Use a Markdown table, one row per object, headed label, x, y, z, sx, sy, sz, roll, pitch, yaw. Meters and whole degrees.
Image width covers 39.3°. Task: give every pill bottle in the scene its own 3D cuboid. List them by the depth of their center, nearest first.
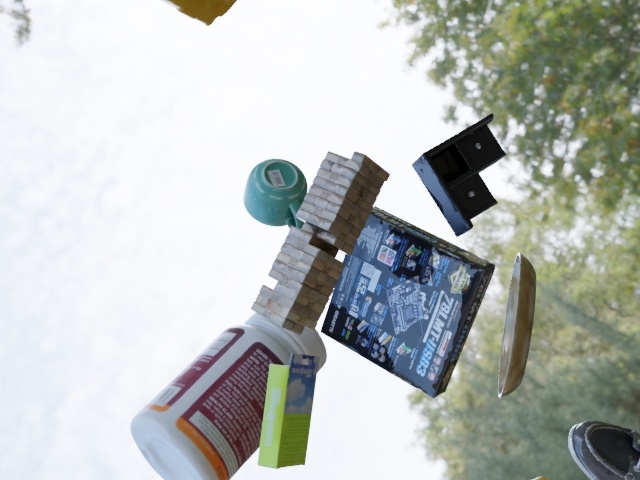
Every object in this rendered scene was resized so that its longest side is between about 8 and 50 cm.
| label | x | y | z | sx | sy | sz | roll | pitch | yaw |
| --- | --- | --- | --- | --- | --- | --- | --- | --- | --- |
| pill bottle | -0.176 | 0.316 | 1.834 | 0.392 | 0.224 | 0.224 | -43 | -39 | -33 |

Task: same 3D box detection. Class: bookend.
| label | x | y | z | sx | sy | sz | roll | pitch | yaw |
| --- | --- | --- | --- | --- | --- | --- | --- | --- | --- |
| bookend | 0.272 | -0.115 | 1.588 | 0.156 | 0.157 | 0.072 | -30 | -4 | -15 |

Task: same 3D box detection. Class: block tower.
| label | x | y | z | sx | sy | sz | roll | pitch | yaw |
| --- | --- | --- | --- | --- | --- | --- | --- | --- | --- |
| block tower | 0.000 | 0.000 | 1.622 | 0.091 | 0.097 | 0.336 | 30 | -94 | -50 |

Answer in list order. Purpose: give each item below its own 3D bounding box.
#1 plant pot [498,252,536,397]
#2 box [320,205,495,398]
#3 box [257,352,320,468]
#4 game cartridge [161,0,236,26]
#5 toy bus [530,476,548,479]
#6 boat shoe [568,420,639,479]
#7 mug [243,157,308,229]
| label | x | y | z | sx | sy | sz | roll | pitch | yaw |
| --- | --- | --- | --- | --- | --- | --- | --- | --- | --- |
| plant pot | 0.320 | 0.139 | 1.454 | 0.236 | 0.032 | 0.237 | 7 | -90 | -81 |
| box | 0.169 | 0.122 | 1.824 | 0.073 | 0.293 | 0.296 | -16 | -52 | -58 |
| box | -0.050 | 0.270 | 1.434 | 0.109 | 0.042 | 0.178 | 22 | -106 | -64 |
| game cartridge | -0.146 | -0.467 | 1.349 | 0.285 | 0.053 | 0.323 | -46 | -13 | 13 |
| toy bus | 0.392 | 0.568 | 1.772 | 0.332 | 0.130 | 0.108 | -14 | -57 | -23 |
| boat shoe | 0.527 | 0.362 | 1.341 | 0.095 | 0.335 | 0.112 | -45 | 13 | 48 |
| mug | -0.079 | -0.102 | 1.870 | 0.097 | 0.157 | 0.129 | 110 | -174 | -54 |
